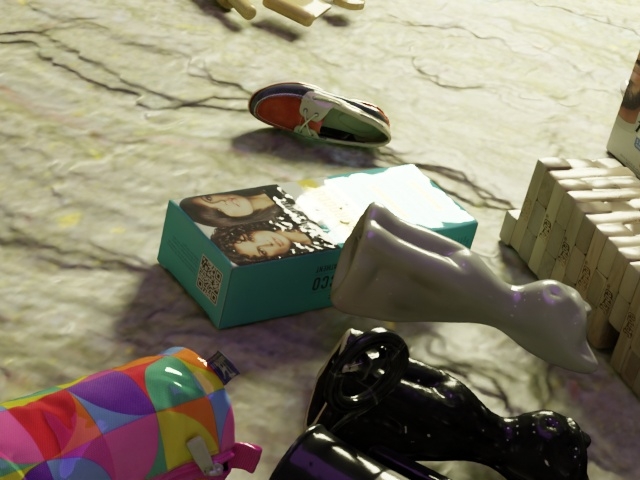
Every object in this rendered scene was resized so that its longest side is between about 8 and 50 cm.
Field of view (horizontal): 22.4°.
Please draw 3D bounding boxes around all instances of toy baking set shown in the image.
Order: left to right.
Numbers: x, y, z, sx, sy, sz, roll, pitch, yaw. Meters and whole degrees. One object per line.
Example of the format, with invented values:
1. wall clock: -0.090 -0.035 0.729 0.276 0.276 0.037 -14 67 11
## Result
1. toy baking set: -0.058 -0.296 1.784 0.196 0.030 0.256 -9 39 -38

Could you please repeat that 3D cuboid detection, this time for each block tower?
1. block tower: 0.271 0.050 1.302 0.091 0.097 0.335 -3 34 -28

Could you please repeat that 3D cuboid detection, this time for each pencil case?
1. pencil case: -0.154 0.137 0.985 0.236 0.104 0.104 -17 43 -39

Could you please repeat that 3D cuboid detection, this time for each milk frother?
1. milk frother: 0.050 0.148 0.999 0.134 0.143 0.129 27 43 19

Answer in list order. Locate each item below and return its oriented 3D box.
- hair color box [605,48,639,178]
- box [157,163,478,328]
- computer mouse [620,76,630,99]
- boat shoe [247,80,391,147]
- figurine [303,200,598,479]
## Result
1. hair color box: 0.343 -0.138 1.558 0.053 0.167 0.093 -5 36 -28
2. box: 0.000 0.000 1.300 0.244 0.060 0.100 -10 39 -35
3. computer mouse: 0.386 -0.139 1.703 0.193 0.042 0.106 0 38 -32
4. boat shoe: 0.000 -0.113 1.497 0.137 0.049 0.043 9 33 -18
5. figurine: 0.108 0.085 1.169 0.209 0.092 0.215 19 44 -8
